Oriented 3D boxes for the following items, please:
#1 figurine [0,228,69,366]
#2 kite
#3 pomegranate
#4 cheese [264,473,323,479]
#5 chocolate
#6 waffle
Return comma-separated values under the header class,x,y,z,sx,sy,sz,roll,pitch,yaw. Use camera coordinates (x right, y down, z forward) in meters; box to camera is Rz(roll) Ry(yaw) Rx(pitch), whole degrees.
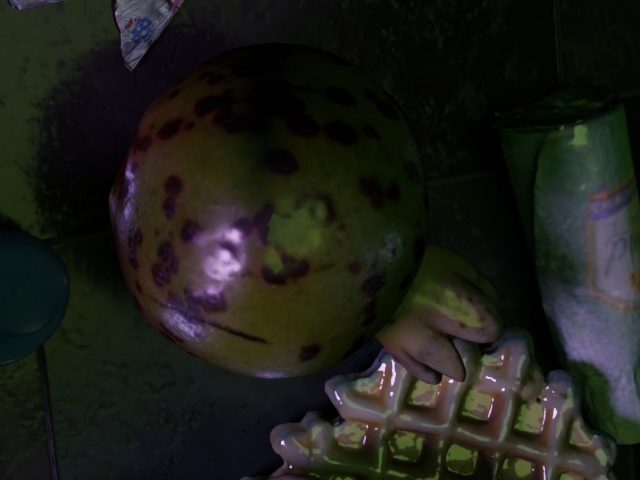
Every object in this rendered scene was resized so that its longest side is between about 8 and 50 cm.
class,x,y,z,sx,sy,sz,roll,pitch,yaw
figurine,-0.359,0.089,1.161,0.416,0.243,0.298,-37,67,-15
kite,-0.151,-0.190,1.292,0.156,0.011,0.139,-18,103,-20
pomegranate,-0.006,0.009,1.248,0.242,0.242,0.306,-45,99,-9
cheese,-0.019,0.349,1.334,0.351,0.129,0.328,40,102,-20
chocolate,0.220,0.027,1.434,0.110,0.110,0.291,-21,109,-18
waffle,0.104,0.225,1.411,0.292,0.056,0.309,-34,97,-4
